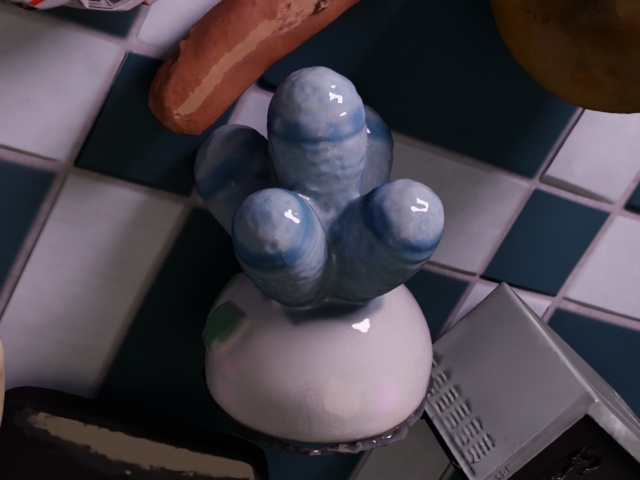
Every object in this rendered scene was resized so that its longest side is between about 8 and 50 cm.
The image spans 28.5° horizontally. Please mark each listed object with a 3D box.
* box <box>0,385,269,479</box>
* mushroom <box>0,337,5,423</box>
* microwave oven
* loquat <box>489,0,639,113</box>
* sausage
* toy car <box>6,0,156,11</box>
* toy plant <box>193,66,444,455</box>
[{"bbox_3d":[-0.225,0.295,1.295,0.290,0.073,0.289,16,114,-14],"label":"box"},{"bbox_3d":[-0.379,0.151,1.077,0.246,0.202,0.246,-22,137,-22],"label":"mushroom"},{"bbox_3d":[0.259,0.231,1.427,0.181,0.237,0.295,-43,131,8],"label":"microwave oven"},{"bbox_3d":[0.279,-0.241,1.119,0.263,0.263,0.263,-13,127,-18],"label":"loquat"},{"bbox_3d":[-0.014,-0.207,1.089,0.327,0.079,0.087,-36,111,0],"label":"sausage"},{"bbox_3d":[-0.159,-0.235,0.990,0.210,0.089,0.108,-34,136,-6],"label":"toy car"},{"bbox_3d":[0.000,0.000,1.151,0.247,0.247,0.332,-12,124,-20],"label":"toy plant"}]
